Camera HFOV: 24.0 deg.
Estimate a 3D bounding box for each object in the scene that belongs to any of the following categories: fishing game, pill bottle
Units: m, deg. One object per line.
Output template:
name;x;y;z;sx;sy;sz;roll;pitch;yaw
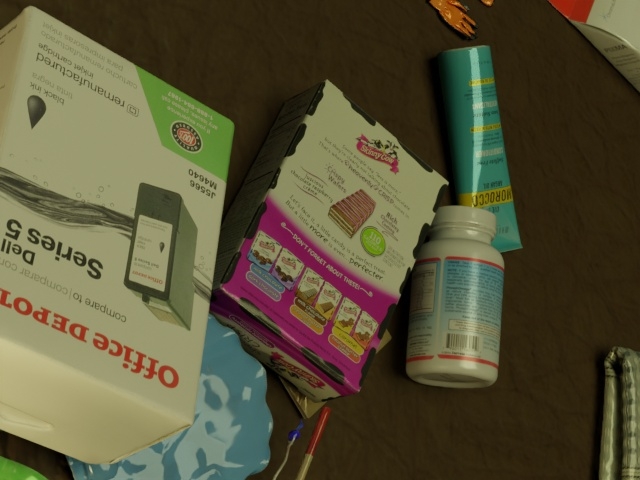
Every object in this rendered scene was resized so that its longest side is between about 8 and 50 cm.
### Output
fishing game;-0.124;0.146;1.213;0.264;0.041;0.189;30;66;-20
pill bottle;0.127;0.053;1.406;0.087;0.087;0.160;17;72;-36

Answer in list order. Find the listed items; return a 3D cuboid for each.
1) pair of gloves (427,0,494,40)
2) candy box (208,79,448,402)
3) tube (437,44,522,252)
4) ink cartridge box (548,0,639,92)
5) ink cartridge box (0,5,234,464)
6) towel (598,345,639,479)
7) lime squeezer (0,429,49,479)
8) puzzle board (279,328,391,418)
pair of gloves;0.145;-0.248;1.527;0.074;0.010;0.083;40;58;-27
candy box;0.000;0.000;1.312;0.159;0.071;0.233;39;58;-22
tube;0.155;-0.087;1.486;0.080;0.052;0.207;-12;96;-31
ink cartridge box;0.340;-0.295;1.669;0.232;0.066;0.189;41;59;-31
ink cartridge box;-0.183;-0.001;1.105;0.198;0.114;0.273;29;50;-33
towel;0.406;0.297;1.623;0.312;0.056;0.324;16;70;-40
lime squeezer;-0.214;0.134;1.116;0.110;0.059;0.310;-29;91;-21
puzzle board;0.002;0.084;1.347;0.128;0.011;0.096;-41;106;-37
